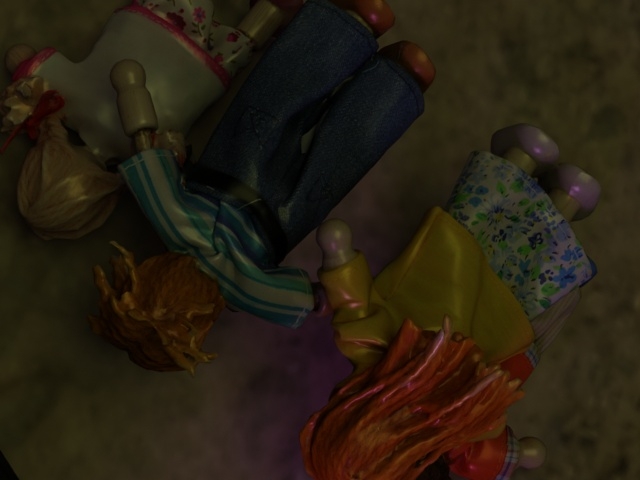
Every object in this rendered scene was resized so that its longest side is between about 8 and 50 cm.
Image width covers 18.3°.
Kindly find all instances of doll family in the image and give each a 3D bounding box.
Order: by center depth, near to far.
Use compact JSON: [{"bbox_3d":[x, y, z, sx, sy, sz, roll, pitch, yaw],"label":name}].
[{"bbox_3d":[0.000,0.000,0.728,0.263,0.118,0.163,41,67,-9],"label":"doll family"}]

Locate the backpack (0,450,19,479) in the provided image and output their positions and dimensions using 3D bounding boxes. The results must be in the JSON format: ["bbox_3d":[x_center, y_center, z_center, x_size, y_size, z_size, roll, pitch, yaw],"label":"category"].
[{"bbox_3d":[-0.249,0.179,0.539,0.290,0.273,0.355,53,44,-5],"label":"backpack"}]
